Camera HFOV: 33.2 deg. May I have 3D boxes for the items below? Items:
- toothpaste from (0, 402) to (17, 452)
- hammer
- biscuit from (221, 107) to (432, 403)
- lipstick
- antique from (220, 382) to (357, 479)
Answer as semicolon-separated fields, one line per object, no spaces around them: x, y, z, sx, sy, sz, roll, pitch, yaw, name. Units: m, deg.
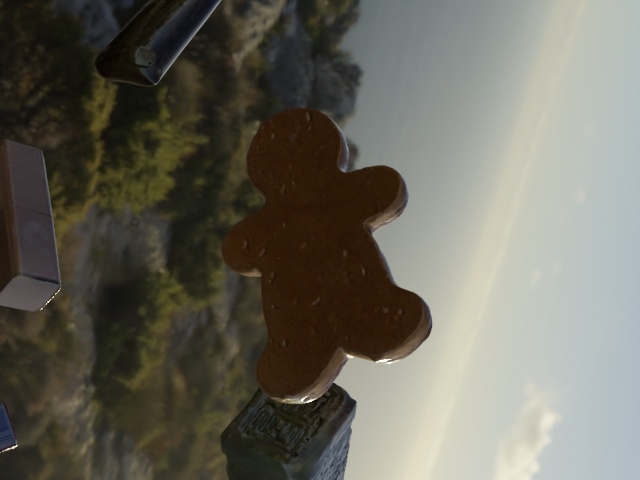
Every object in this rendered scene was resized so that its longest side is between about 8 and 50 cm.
-0.495;0.263;1.271;0.320;0.076;0.066;-9;78;-67;toothpaste
-0.104;-0.303;1.157;0.095;0.243;0.408;91;24;-48;hammer
0.000;0.000;0.873;0.036;0.166;0.250;45;25;-58;biscuit
-0.249;-0.014;0.893;0.045;0.045;0.145;-41;-130;31;lipstick
-0.043;0.322;1.446;0.150;0.125;0.284;-47;150;-43;antique
